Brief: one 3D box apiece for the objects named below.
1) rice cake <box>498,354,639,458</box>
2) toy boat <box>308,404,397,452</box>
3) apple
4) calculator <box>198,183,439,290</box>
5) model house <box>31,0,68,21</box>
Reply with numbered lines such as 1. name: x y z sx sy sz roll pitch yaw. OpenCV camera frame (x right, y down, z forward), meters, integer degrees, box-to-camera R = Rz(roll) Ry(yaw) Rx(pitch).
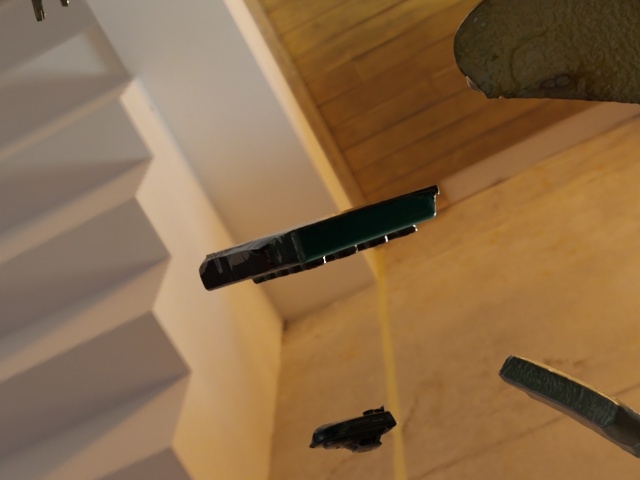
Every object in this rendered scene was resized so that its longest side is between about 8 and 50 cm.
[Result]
1. rice cake: 0.269 0.169 1.055 0.042 0.080 0.222 -61 -161 -3
2. toy boat: 0.044 0.292 1.537 0.141 0.060 0.055 -8 157 -27
3. apple: 0.376 -0.290 1.510 0.346 0.179 0.254 6 175 15
4. calculator: 0.000 0.000 1.316 0.248 0.058 0.274 -20 -178 -35
5. model house: -0.317 -0.374 0.979 0.243 0.312 0.358 -15 -174 -14
